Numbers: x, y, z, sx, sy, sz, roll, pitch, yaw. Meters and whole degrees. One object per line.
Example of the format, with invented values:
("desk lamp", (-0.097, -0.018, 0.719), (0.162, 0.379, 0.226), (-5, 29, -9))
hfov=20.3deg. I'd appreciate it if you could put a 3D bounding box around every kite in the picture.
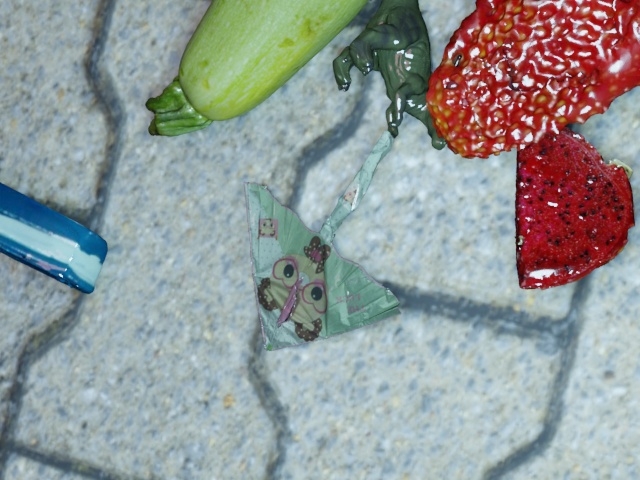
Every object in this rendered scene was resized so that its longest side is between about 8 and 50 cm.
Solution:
("kite", (0.001, 0.000, 1.670), (0.229, 0.012, 0.250), (42, 112, 31))

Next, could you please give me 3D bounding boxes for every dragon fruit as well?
("dragon fruit", (0.223, -0.020, 1.577), (0.106, 0.083, 0.162), (-1, 66, 4))

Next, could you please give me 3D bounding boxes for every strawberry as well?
("strawberry", (0.208, -0.191, 1.544), (0.286, 0.106, 0.188), (-38, 45, 1))

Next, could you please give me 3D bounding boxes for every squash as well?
("squash", (-0.054, -0.188, 1.694), (0.137, 0.137, 0.287), (43, 112, 20))

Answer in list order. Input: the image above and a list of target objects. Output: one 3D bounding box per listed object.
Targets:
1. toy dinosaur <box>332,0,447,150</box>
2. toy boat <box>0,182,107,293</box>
("toy dinosaur", (0.109, -0.176, 1.666), (0.179, 0.087, 0.187), (-29, 90, -20))
("toy boat", (-0.343, -0.034, 1.795), (0.299, 0.096, 0.061), (25, 84, 24))
